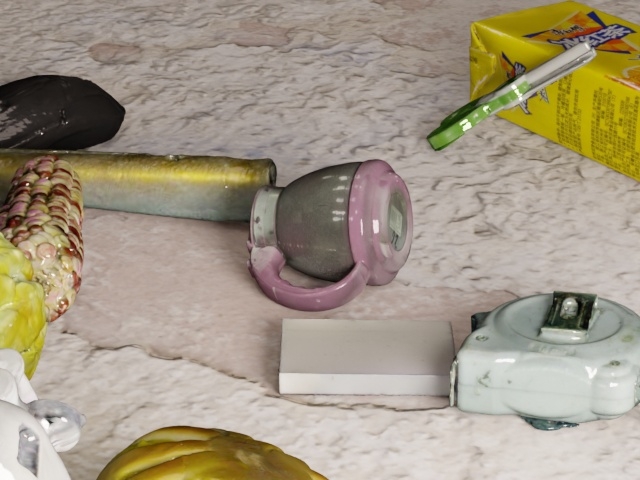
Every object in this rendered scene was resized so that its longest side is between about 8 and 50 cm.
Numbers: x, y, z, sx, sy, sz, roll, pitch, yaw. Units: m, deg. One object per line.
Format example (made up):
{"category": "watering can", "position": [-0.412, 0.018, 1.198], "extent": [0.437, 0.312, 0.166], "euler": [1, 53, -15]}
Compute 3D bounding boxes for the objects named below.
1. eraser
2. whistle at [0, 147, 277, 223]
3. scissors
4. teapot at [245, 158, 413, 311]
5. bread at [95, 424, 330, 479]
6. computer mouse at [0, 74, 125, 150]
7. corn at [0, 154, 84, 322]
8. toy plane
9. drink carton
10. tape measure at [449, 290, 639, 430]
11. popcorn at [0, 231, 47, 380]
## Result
{"category": "eraser", "position": [0.039, 0.098, 1.650], "extent": [0.150, 0.023, 0.104], "euler": [1, 25, 0]}
{"category": "whistle", "position": [-0.204, -0.058, 1.939], "extent": [0.326, 0.057, 0.068], "euler": [3, 47, 10]}
{"category": "scissors", "position": [0.204, -0.157, 2.067], "extent": [0.204, 0.027, 0.101], "euler": [-29, 11, 32]}
{"category": "teapot", "position": [0.004, 0.000, 1.794], "extent": [0.146, 0.148, 0.116], "euler": [-2, -14, 22]}
{"category": "bread", "position": [-0.055, 0.194, 1.311], "extent": [0.213, 0.105, 0.213], "euler": [17, 12, -4]}
{"category": "computer mouse", "position": [-0.304, -0.134, 2.084], "extent": [0.122, 0.073, 0.217], "euler": [22, 34, 37]}
{"category": "corn", "position": [-0.260, -0.003, 1.796], "extent": [0.092, 0.092, 0.280], "euler": [-1, 21, -3]}
{"category": "toy plane", "position": [-0.196, 0.190, 1.194], "extent": [0.118, 0.252, 0.252], "euler": [-6, 25, 2]}
{"category": "drink carton", "position": [0.326, -0.159, 2.106], "extent": [0.154, 0.111, 0.351], "euler": [-16, 30, -31]}
{"category": "tape measure", "position": [0.278, 0.103, 1.575], "extent": [0.330, 0.084, 0.164], "euler": [4, 29, 12]}
{"category": "popcorn", "position": [-0.313, 0.057, 1.504], "extent": [0.212, 0.198, 0.198], "euler": [30, 18, -18]}
